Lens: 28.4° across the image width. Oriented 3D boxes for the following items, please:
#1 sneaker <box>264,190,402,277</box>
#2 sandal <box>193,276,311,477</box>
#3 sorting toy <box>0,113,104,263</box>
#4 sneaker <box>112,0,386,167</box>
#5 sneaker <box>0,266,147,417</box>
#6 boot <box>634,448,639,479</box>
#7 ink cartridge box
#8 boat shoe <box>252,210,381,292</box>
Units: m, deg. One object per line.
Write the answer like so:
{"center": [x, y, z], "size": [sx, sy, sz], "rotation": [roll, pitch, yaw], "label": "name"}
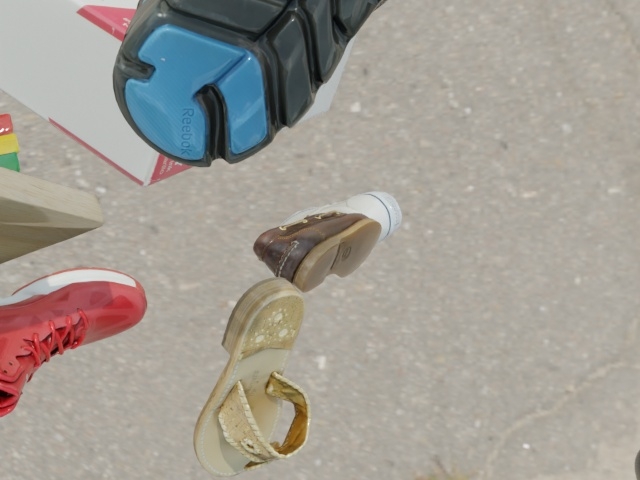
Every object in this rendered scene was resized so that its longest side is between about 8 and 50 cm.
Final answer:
{"center": [-0.007, -0.004, 1.713], "size": [0.091, 0.258, 0.094], "rotation": [-19, 84, -44], "label": "sneaker"}
{"center": [-0.045, 0.144, 1.049], "size": [0.088, 0.079, 0.240], "rotation": [-16, 137, -31], "label": "sandal"}
{"center": [-0.329, -0.028, 0.877], "size": [0.257, 0.255, 0.089], "rotation": [19, 54, -69], "label": "sorting toy"}
{"center": [0.027, -0.185, 0.654], "size": [0.341, 0.139, 0.125], "rotation": [-34, 120, 10], "label": "sneaker"}
{"center": [-0.243, 0.099, 1.090], "size": [0.221, 0.128, 0.087], "rotation": [-11, 130, -22], "label": "sneaker"}
{"center": [0.195, 0.215, 0.675], "size": [0.207, 0.246, 0.094], "rotation": [-46, 112, -5], "label": "boot"}
{"center": [-0.168, -0.240, 1.509], "size": [0.385, 0.279, 0.160], "rotation": [-29, 147, -52], "label": "ink cartridge box"}
{"center": [0.000, 0.000, 1.333], "size": [0.073, 0.073, 0.207], "rotation": [-65, 162, 15], "label": "boat shoe"}
